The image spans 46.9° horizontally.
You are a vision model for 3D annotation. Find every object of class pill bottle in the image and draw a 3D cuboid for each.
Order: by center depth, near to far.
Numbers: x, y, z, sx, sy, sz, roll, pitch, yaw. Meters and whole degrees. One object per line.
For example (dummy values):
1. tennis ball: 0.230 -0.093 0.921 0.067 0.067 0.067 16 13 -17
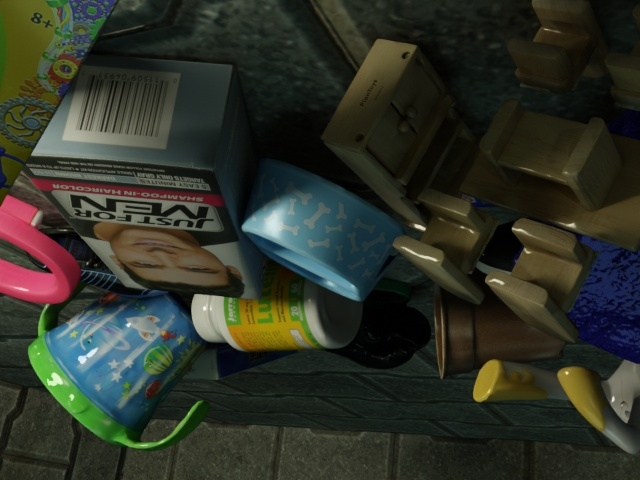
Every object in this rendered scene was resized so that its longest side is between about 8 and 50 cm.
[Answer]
1. pill bottle: -0.072 0.100 1.117 0.246 0.136 0.136 -8 154 33

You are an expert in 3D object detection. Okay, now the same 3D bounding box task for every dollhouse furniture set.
1. dollhouse furniture set: 0.149 -0.054 0.574 0.242 0.212 0.161 24 172 40

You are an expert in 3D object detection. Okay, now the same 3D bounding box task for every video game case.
1. video game case: -0.216 0.214 1.426 0.244 0.061 0.269 -6 179 29

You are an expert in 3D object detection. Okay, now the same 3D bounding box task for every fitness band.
1. fitness band: -0.466 -0.005 1.006 0.291 0.054 0.209 25 146 -9

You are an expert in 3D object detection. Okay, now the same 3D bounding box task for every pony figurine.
1. pony figurine: 0.389 0.129 0.848 0.363 0.351 0.303 32 150 -9

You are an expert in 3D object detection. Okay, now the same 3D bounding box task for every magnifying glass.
1. magnifying glass: 0.041 0.093 1.220 0.231 0.026 0.092 -6 155 33

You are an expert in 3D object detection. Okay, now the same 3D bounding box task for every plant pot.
1. plant pot: 0.244 0.106 1.021 0.165 0.167 0.167 -3 158 4

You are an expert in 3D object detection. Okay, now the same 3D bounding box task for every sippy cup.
1. sippy cup: -0.311 0.177 1.211 0.305 0.224 0.240 48 174 -12

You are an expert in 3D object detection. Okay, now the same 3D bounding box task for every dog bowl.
1. dog bowl: 0.000 0.000 0.807 0.166 0.074 0.297 26 173 7

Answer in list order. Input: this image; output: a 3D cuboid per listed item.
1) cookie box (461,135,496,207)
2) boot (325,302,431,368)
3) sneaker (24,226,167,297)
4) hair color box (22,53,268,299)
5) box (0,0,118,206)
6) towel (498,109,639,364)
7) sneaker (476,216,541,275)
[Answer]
1. cookie box: 0.171 -0.068 0.745 0.107 0.040 0.092 0 159 20
2. boot: 0.116 0.164 1.233 0.246 0.094 0.207 17 165 -32
3. sneaker: -0.327 0.032 1.103 0.232 0.081 0.090 8 165 0
4. hair color box: -0.165 -0.047 0.808 0.185 0.113 0.374 5 159 4
5. box: -0.285 -0.155 0.388 0.290 0.177 0.279 20 137 -30
6. towel: 0.341 0.041 0.633 0.308 0.076 0.227 24 126 0
7. sneaker: 0.253 -0.025 0.717 0.217 0.079 0.121 -1 136 15
